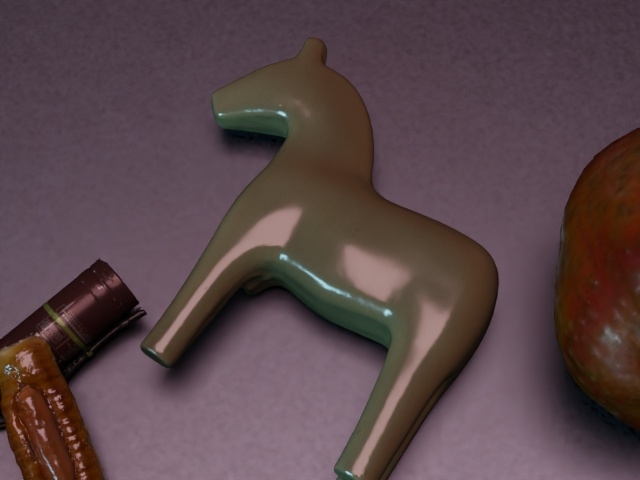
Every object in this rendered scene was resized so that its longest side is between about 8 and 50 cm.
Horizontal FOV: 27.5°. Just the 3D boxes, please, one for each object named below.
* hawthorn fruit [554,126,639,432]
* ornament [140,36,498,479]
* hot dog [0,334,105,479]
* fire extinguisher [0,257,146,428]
[{"bbox_3d":[0.213,0.006,0.735,0.179,0.179,0.200,-5,47,-1],"label":"hawthorn fruit"},{"bbox_3d":[0.000,0.000,0.797,0.230,0.061,0.245,28,68,16],"label":"ornament"},{"bbox_3d":[-0.150,0.121,0.738,0.044,0.028,0.137,-21,86,-5],"label":"hot dog"},{"bbox_3d":[-0.170,0.066,0.777,0.132,0.039,0.056,-40,108,-9],"label":"fire extinguisher"}]
